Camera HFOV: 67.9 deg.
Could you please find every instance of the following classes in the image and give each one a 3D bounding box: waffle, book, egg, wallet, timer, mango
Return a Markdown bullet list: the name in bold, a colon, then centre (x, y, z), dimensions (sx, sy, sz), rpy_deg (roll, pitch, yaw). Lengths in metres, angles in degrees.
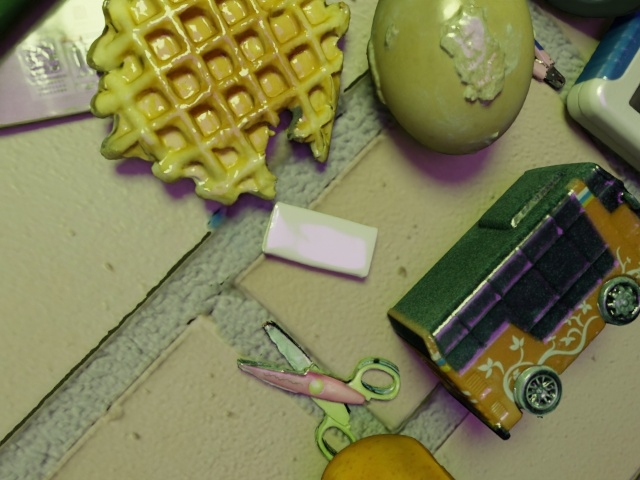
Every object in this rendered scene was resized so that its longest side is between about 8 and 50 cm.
- **waffle**: centre (-0.095, -0.169, 0.473), dimensions (0.249, 0.056, 0.262), rpy_deg (11, 93, -18)
- **book**: centre (-0.301, -0.252, 0.444), dimensions (0.214, 0.025, 0.283), rpy_deg (-14, 97, -13)
- **egg**: centre (0.130, -0.186, 0.482), dimensions (0.164, 0.164, 0.202), rpy_deg (-23, 105, -10)
- **wallet**: centre (0.000, 0.000, 0.530), dimensions (0.122, 0.025, 0.061), rpy_deg (14, 92, -13)
- **timer**: centre (0.441, -0.167, 0.594), dimensions (0.253, 0.078, 0.178), rpy_deg (34, 89, -11)
- **mango**: centre (0.101, 0.336, 0.512), dimensions (0.191, 0.160, 0.290), rpy_deg (-45, 113, 1)

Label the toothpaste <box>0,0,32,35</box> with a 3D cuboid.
- **toothpaste**: centre (-0.250, -0.270, 0.415), dimensions (0.392, 0.061, 0.099), rpy_deg (-46, 110, -5)

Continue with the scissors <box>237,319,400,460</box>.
- **scissors**: centre (-0.003, 0.163, 0.543), dimensions (0.187, 0.020, 0.134), rpy_deg (36, 83, -15)

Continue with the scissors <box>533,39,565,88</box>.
- **scissors**: centre (0.257, -0.225, 0.580), dimensions (0.113, 0.012, 0.039), rpy_deg (33, 87, -13)

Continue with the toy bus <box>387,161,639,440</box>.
- **toy bus**: centre (0.225, 0.052, 0.530), dimensions (0.275, 0.138, 0.167), rpy_deg (-44, 100, -5)

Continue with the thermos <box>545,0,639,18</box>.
- **thermos**: centre (0.361, -0.404, 0.517), dimensions (0.182, 0.145, 0.287), rpy_deg (23, 89, 14)
